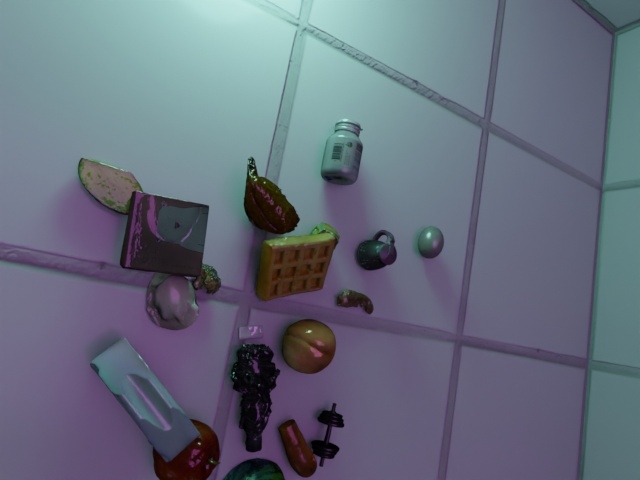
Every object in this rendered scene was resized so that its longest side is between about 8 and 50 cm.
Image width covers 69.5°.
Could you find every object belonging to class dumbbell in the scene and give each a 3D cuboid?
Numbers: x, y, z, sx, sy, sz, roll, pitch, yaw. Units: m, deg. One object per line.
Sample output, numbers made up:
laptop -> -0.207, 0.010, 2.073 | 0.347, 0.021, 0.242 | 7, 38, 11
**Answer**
dumbbell -> 0.026, 0.664, 1.580 | 0.099, 0.099, 0.208 | 20, 77, -28

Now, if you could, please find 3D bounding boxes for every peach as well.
peach -> -0.035, 0.348, 1.522 | 0.184, 0.184, 0.184 | 2, 86, -31

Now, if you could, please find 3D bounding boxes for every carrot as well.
carrot -> -0.078, 0.693, 1.527 | 0.087, 0.087, 0.193 | -32, 103, -28

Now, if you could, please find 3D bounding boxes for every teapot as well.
teapot -> 0.224, 0.043, 1.710 | 0.148, 0.146, 0.116 | -42, 107, -26

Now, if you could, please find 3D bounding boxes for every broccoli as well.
broccoli -> -0.357, 0.114, 1.403 | 0.092, 0.095, 0.097 | -44, 147, -5

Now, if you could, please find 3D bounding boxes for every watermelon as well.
watermelon -> -0.205, 0.761, 1.445 | 0.231, 0.128, 0.146 | 22, 58, -26

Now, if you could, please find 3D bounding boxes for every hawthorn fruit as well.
hawthorn fruit -> -0.361, 0.602, 1.294 | 0.179, 0.201, 0.179 | 10, 90, -66

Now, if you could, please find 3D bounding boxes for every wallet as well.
wallet -> -0.226, 0.300, 1.503 | 0.083, 0.011, 0.044 | 0, 87, -30

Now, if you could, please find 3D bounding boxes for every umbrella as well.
umbrella -> -0.216, 0.493, 1.436 | 0.154, 0.128, 0.336 | 13, 83, -32

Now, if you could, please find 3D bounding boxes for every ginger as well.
ginger -> 0.134, 0.224, 1.701 | 0.174, 0.051, 0.069 | 18, 81, -27

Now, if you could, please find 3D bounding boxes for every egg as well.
egg -> 0.447, 0.008, 1.870 | 0.103, 0.103, 0.135 | 22, 75, -28

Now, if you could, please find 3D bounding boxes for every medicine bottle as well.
medicine bottle -> 0.082, -0.318, 1.653 | 0.135, 0.135, 0.215 | 17, 79, -29

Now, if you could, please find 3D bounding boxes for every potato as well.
potato -> -0.588, -0.151, 1.291 | 0.198, 0.054, 0.119 | 32, 72, -24

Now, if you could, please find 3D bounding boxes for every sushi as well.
sushi -> -0.181, -0.118, 1.485 | 0.287, 0.149, 0.140 | 50, 30, -20

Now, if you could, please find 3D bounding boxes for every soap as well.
soap -> -0.462, 0.415, 1.211 | 0.109, 0.193, 0.323 | -37, 91, -27

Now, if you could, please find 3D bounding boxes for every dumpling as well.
dumpling -> -0.437, 0.174, 1.345 | 0.150, 0.092, 0.176 | -36, 108, -16

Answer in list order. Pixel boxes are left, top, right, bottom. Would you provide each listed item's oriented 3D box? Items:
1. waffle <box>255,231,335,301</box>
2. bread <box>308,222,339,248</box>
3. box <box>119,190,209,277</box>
waffle -> -0.081, 0.084, 1.509 | 0.248, 0.055, 0.221 | -8, 129, -28
bread -> -0.003, 0.002, 1.611 | 0.103, 0.156, 0.110 | 34, 30, -20
box -> -0.438, -0.012, 1.297 | 0.215, 0.086, 0.215 | 10, 81, -35
